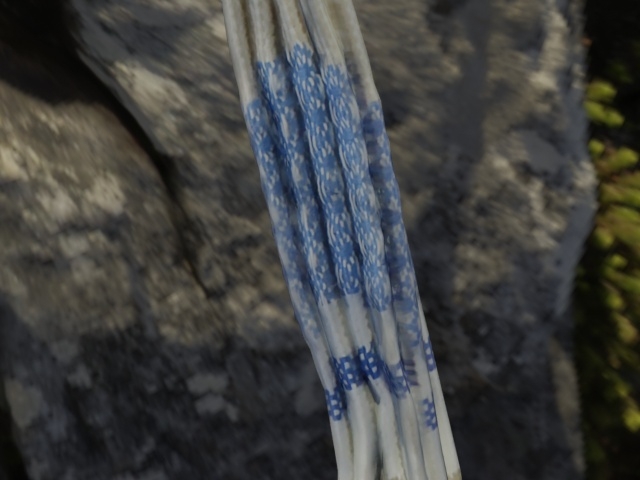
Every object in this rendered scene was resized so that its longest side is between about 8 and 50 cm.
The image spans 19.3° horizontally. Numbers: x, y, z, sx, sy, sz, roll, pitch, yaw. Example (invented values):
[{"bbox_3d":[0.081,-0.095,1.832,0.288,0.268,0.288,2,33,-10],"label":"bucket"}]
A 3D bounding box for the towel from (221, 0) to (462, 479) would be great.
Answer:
[{"bbox_3d":[0.000,0.000,0.480,0.034,0.209,0.285,-14,106,-1],"label":"towel"}]
